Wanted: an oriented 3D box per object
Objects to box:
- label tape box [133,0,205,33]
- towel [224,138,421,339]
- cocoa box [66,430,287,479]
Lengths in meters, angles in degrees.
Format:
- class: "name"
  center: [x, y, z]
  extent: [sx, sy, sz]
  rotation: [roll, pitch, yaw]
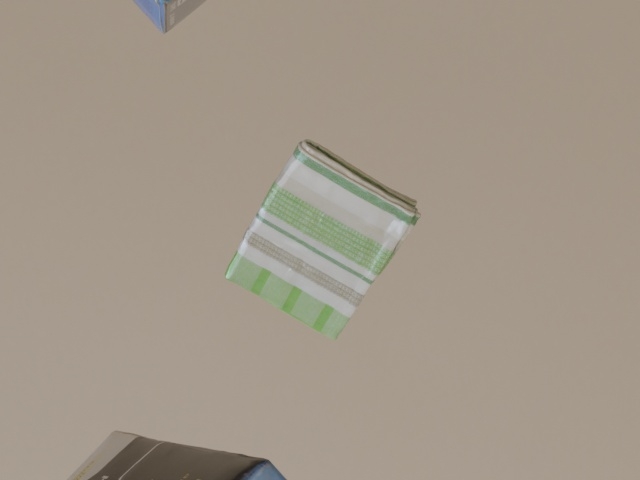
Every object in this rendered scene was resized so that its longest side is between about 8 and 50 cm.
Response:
- class: "label tape box"
  center: [-0.101, -0.394, 1.557]
  extent: [0.334, 0.106, 0.240]
  rotation: [-42, -95, -9]
- class: "towel"
  center: [0.000, 0.000, 1.344]
  extent: [0.113, 0.152, 0.023]
  rotation: [32, -146, -1]
- class: "cocoa box"
  center: [-0.102, 0.280, 0.693]
  extent: [0.347, 0.228, 0.231]
  rotation: [-45, -77, -19]
